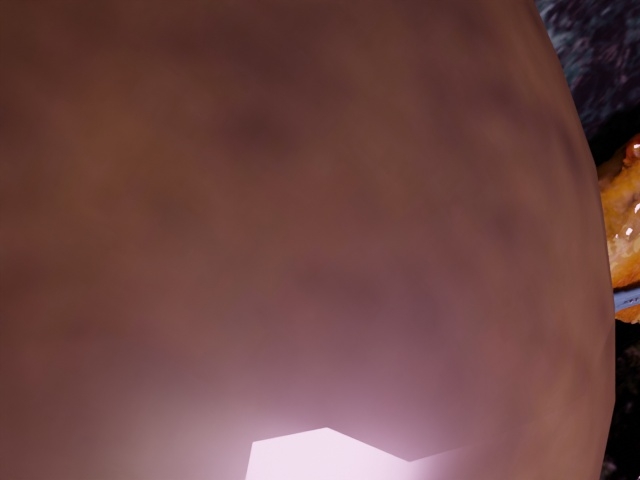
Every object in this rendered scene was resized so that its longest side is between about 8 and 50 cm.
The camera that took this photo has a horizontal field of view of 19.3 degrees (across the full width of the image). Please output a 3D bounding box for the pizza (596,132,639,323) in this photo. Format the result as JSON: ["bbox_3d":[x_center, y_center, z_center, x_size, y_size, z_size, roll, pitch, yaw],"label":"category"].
[{"bbox_3d":[0.261,-0.021,1.239,0.335,0.086,0.226,-24,152,-19],"label":"pizza"}]

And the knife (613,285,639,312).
[{"bbox_3d":[0.210,0.032,1.173,0.096,0.010,0.027,-14,146,-31],"label":"knife"}]

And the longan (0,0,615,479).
[{"bbox_3d":[-0.075,-0.012,0.620,0.404,0.404,0.336,4,130,-49],"label":"longan"}]

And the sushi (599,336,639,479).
[{"bbox_3d":[0.242,0.198,1.389,0.211,0.171,0.350,-29,159,-14],"label":"sushi"}]
